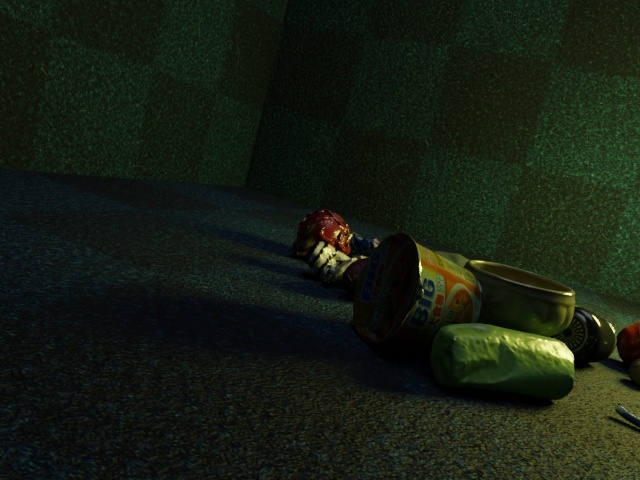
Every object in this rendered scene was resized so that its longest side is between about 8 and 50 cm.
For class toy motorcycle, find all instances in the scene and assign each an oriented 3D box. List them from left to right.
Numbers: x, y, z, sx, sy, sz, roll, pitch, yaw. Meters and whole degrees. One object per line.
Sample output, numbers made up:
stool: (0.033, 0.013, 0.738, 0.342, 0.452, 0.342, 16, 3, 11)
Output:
toy motorcycle: (0.207, 0.034, 2.343, 0.076, 0.114, 0.205, 4, 14, -45)

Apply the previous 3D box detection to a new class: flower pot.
flower pot: (0.493, 0.204, 1.376, 0.308, 0.243, 0.307, 13, 8, -2)

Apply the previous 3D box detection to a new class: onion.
onion: (0.160, 0.125, 1.640, 0.178, 0.153, 0.177, -6, 6, 1)

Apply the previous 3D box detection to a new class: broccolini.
broccolini: (0.099, 0.154, 1.742, 0.218, 0.042, 0.044, 16, 6, -28)

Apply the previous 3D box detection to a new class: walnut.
walnut: (0.941, 0.383, 1.494, 0.092, 0.092, 0.092, 14, 9, -2)

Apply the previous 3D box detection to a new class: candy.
candy: (0.413, 0.273, 1.165, 0.344, 0.142, 0.132, 10, 18, -19)

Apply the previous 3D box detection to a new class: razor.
razor: (0.752, 0.417, 1.137, 0.191, 0.037, 0.068, 17, -33, 35)

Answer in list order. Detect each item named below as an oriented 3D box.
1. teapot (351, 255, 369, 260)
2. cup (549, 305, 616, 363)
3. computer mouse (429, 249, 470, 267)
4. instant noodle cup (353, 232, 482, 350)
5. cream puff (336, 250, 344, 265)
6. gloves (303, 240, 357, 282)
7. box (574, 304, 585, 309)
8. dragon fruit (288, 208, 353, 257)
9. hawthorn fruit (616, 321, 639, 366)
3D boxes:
teapot: (0.212, 0.109, 2.048, 0.201, 0.077, 0.107, 9, -9, -29)
cup: (0.772, 0.294, 1.585, 0.177, 0.169, 0.223, 13, -21, -35)
computer mouse: (0.368, 0.135, 1.774, 0.430, 0.145, 0.228, 8, 22, 21)
instant noodle cup: (0.245, 0.146, 1.298, 0.214, 0.296, 0.296, 19, 7, -21)
cream puff: (0.069, 0.082, 1.987, 0.083, 0.058, 0.083, 55, 21, -12)
gloves: (0.056, 0.096, 1.785, 0.219, 0.131, 0.140, 41, -4, -9)
box: (0.810, 0.251, 1.923, 0.097, 0.134, 0.345, 9, 12, -26)
dragon fruit: (0.000, 0.000, 2.067, 0.234, 0.233, 0.293, 20, 41, 28)
hawthorn fruit: (1.027, 0.344, 1.637, 0.157, 0.156, 0.194, 18, 13, 22)
